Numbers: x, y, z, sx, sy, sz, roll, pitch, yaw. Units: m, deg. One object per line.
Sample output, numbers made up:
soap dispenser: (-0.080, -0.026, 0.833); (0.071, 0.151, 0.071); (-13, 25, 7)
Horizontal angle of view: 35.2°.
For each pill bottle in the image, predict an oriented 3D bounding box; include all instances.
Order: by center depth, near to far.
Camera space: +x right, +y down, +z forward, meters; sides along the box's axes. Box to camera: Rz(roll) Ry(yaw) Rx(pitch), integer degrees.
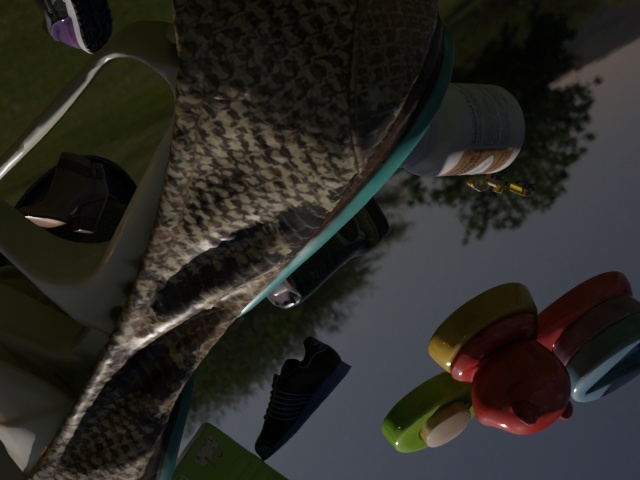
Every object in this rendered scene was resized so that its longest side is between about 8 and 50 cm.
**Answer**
pill bottle: (0.168, -0.155, 1.403); (0.229, 0.131, 0.131); (-6, 166, -43)

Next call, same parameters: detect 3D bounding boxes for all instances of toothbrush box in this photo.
toothbrush box: (-0.105, 0.421, 1.626); (0.122, 0.283, 0.206); (-56, -178, -13)

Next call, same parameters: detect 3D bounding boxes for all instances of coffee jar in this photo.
coffee jar: (0.000, 0.000, 1.245); (0.184, 0.096, 0.079); (-34, -176, -35)

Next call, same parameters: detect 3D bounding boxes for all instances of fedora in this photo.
fedora: (-0.283, 0.045, 1.351); (0.152, 0.334, 0.334); (14, -153, 21)

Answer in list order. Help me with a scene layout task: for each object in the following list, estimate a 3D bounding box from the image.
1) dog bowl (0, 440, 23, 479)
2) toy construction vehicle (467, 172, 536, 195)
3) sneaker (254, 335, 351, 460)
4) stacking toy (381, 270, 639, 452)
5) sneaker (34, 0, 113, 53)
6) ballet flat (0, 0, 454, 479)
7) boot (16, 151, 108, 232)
dog bowl: (-0.341, 0.309, 1.102); (0.104, 0.265, 0.265); (-14, -164, 33)
toy construction vehicle: (0.329, -0.098, 1.833); (0.098, 0.035, 0.086); (0, -162, -40)
sneaker: (-0.049, 0.256, 1.647); (0.232, 0.090, 0.081); (-51, 173, 18)
stacking toy: (0.232, 0.172, 1.106); (0.309, 0.130, 0.279); (-7, 141, -38)
sneaker: (-0.431, -0.434, 1.627); (0.124, 0.283, 0.107); (17, -134, 18)
ballet flat: (-0.111, 0.022, 0.571); (0.164, 0.182, 0.483); (-89, -156, -47)
boot: (-0.291, -0.057, 1.137); (0.042, 0.087, 0.118); (-4, 169, 35)
